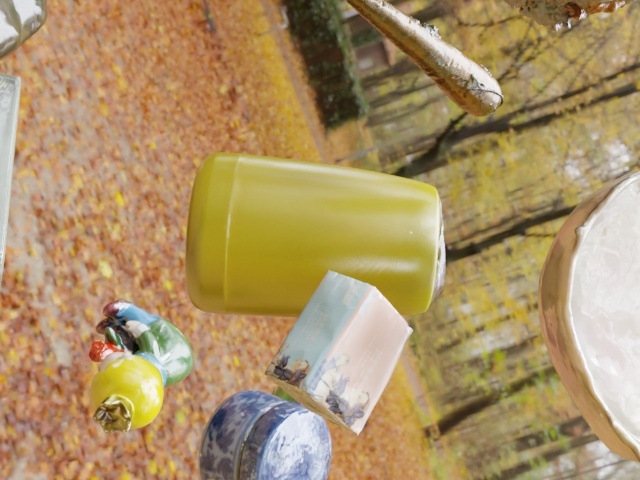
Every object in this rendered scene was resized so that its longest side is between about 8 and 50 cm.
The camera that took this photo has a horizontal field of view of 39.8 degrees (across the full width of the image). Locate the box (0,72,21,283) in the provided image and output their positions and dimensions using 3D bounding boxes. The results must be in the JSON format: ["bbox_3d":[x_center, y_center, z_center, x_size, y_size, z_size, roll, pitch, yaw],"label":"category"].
[{"bbox_3d":[-0.588,-0.084,1.159,0.177,0.343,0.352,129,-38,-52],"label":"box"}]

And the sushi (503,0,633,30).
[{"bbox_3d":[0.375,-0.520,1.319,0.175,0.417,0.418,-18,90,-53],"label":"sushi"}]

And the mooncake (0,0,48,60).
[{"bbox_3d":[-0.284,-0.149,0.517,0.228,0.228,0.124,-102,172,-52],"label":"mooncake"}]

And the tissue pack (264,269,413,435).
[{"bbox_3d":[0.016,0.080,0.648,0.058,0.094,0.074,15,-24,45],"label":"tissue pack"}]

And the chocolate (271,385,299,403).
[{"bbox_3d":[0.008,0.207,1.516,0.110,0.110,0.291,-103,-149,-43],"label":"chocolate"}]

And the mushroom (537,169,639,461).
[{"bbox_3d":[0.238,0.021,0.679,0.162,0.236,0.173,46,-8,-7],"label":"mushroom"}]

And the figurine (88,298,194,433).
[{"bbox_3d":[-0.310,0.198,1.380,0.185,0.127,0.234,42,35,1],"label":"figurine"}]

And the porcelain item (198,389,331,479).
[{"bbox_3d":[-0.063,0.265,1.085,0.147,0.114,0.147,-10,103,-49],"label":"porcelain item"}]

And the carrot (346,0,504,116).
[{"bbox_3d":[0.093,-0.185,0.838,0.254,0.049,0.049,27,36,-39],"label":"carrot"}]

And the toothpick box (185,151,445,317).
[{"bbox_3d":[0.000,0.000,0.956,0.175,0.271,0.175,4,90,-90],"label":"toothpick box"}]
